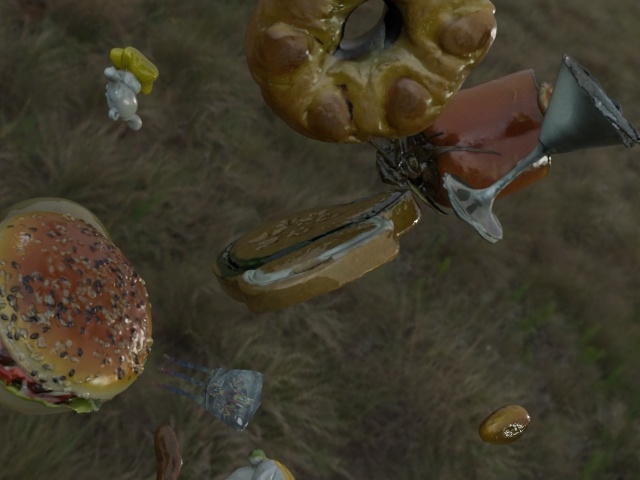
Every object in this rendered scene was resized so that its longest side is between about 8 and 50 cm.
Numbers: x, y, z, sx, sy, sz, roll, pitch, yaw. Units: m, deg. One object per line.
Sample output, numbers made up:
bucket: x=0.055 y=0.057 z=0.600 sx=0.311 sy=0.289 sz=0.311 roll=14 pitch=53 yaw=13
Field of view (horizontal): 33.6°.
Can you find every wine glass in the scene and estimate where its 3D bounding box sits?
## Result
wine glass: x=0.276 y=-0.110 z=1.366 sx=0.156 sy=0.232 sz=0.156 roll=39 pitch=24 yaw=-21

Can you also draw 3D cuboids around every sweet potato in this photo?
sweet potato: x=-0.288 y=0.429 z=2.007 sx=0.056 sy=0.056 sz=0.195 roll=21 pitch=40 yaw=-30

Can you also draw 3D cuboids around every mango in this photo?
mango: x=0.330 y=0.333 z=1.907 sx=0.114 sy=0.079 sz=0.057 roll=-9 pitch=40 yaw=-36

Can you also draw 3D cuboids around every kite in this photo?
kite: x=-0.252 y=0.329 z=2.380 sx=0.245 sy=0.015 sz=0.141 roll=20 pitch=71 yaw=-1

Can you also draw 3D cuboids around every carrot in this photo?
carrot: x=0.249 y=-0.152 z=1.757 sx=0.331 sy=0.193 sz=0.214 roll=-16 pitch=31 yaw=-6

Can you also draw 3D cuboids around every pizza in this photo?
pizza: x=0.359 y=-0.191 z=1.602 sx=0.100 sy=0.029 sz=0.099 roll=32 pitch=41 yaw=7

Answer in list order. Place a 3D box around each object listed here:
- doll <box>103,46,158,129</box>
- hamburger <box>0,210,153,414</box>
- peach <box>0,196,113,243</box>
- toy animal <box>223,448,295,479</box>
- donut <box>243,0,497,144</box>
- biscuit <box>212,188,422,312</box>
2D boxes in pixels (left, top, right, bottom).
doll: x=-0.287 y=-0.223 z=1.595 sx=0.072 sy=0.135 sz=0.113 roll=10 pitch=39 yaw=15
hamburger: x=-0.358 y=0.098 z=1.438 sx=0.300 sy=0.176 sz=0.300 roll=34 pitch=41 yaw=-36
peach: x=-0.498 y=0.056 z=1.836 sx=0.292 sy=0.292 sz=0.247 roll=-41 pitch=122 yaw=-64
toy animal: x=-0.114 y=0.499 z=1.804 sx=0.183 sy=0.247 sz=0.310 roll=40 pitch=-11 yaw=-28
donut: x=0.060 y=-0.276 z=1.344 sx=0.150 sy=0.317 sz=0.299 roll=-86 pitch=162 yaw=-57
biscuit: x=-0.001 y=-0.002 z=1.378 sx=0.344 sy=0.287 sz=0.057 roll=-145 pitch=-146 yaw=-75
